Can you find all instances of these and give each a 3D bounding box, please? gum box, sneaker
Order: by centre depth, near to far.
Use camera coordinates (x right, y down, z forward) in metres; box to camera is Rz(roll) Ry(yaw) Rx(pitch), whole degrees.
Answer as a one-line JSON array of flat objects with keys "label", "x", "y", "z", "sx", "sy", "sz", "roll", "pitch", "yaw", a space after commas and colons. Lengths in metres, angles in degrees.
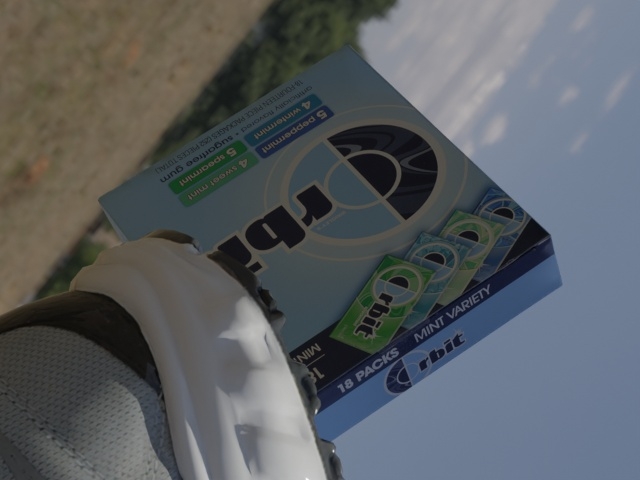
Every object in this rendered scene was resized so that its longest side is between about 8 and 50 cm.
[{"label": "sneaker", "x": -0.030, "y": 0.139, "z": 0.394, "sx": 0.108, "sy": 0.271, "sz": 0.100, "roll": -23, "pitch": -177, "yaw": -25}, {"label": "gum box", "x": 0.000, "y": 0.000, "z": 0.777, "sx": 0.157, "sy": 0.041, "sz": 0.184, "roll": -33, "pitch": -133, "yaw": -10}]
